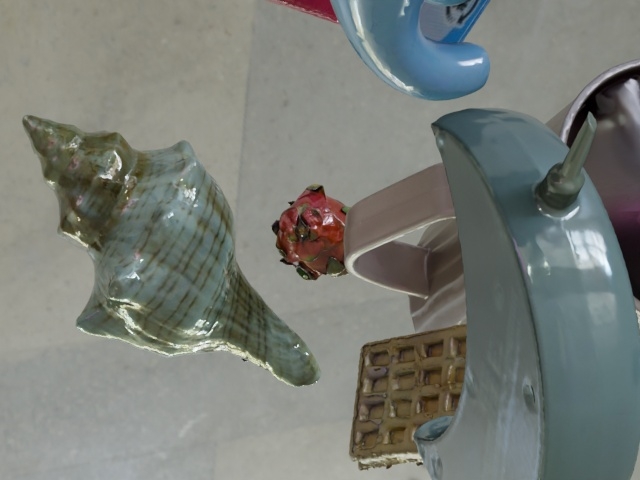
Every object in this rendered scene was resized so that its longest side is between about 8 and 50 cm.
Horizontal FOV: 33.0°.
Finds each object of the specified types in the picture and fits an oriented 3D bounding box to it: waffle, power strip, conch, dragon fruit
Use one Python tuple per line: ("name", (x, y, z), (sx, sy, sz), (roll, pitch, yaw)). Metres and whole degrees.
("waffle", (0.075, 0.099, 0.690), (0.135, 0.092, 0.021), (-15, 146, 43))
("power strip", (0.081, 0.038, 0.439), (0.044, 0.137, 0.216), (-8, 124, -14))
("conch", (-0.157, 0.025, 1.072), (0.203, 0.386, 0.169), (-40, 180, 10))
("dragon fruit", (0.002, 0.000, 1.071), (0.086, 0.081, 0.116), (-21, 142, 27))

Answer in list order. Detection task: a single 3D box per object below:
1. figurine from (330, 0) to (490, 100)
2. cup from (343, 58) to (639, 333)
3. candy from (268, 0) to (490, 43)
("figurine", (0.029, -0.146, 0.318), (0.262, 0.154, 0.180), (-28, 121, 21))
("cup", (0.183, 0.020, 0.805), (0.288, 0.208, 0.273), (-19, 168, -27))
("candy", (-0.027, -0.194, 0.581), (0.305, 0.157, 0.100), (1, 127, -57))
